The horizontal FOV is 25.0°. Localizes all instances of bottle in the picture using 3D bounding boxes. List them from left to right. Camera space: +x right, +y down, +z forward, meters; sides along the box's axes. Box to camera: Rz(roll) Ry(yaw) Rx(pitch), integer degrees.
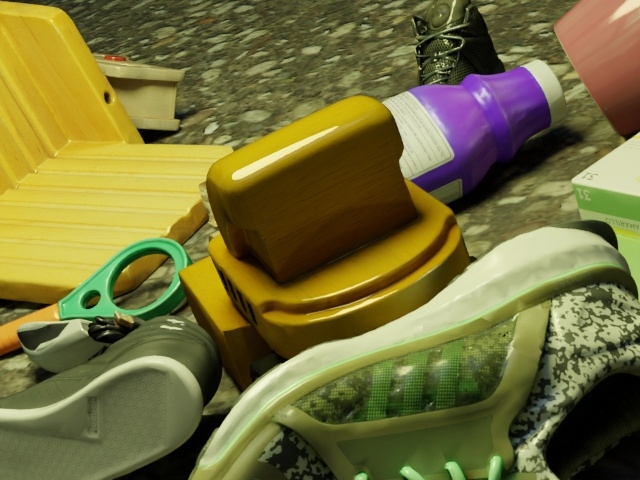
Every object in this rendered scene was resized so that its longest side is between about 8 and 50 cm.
[{"bbox_3d":[0.102,-0.090,1.401,0.283,0.092,0.118,-26,56,-10],"label":"bottle"}]

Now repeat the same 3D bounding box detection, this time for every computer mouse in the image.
[{"bbox_3d":[-0.206,0.099,1.306,0.193,0.106,0.042,-9,67,45],"label":"computer mouse"}]

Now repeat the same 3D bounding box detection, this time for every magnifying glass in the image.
[{"bbox_3d":[-0.232,0.064,1.417,0.231,0.026,0.092,-23,49,9],"label":"magnifying glass"}]

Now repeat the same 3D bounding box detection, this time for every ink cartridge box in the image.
[{"bbox_3d":[0.273,-0.016,1.189,0.235,0.056,0.171,-32,28,-28],"label":"ink cartridge box"}]

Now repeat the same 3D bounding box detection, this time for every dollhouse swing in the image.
[{"bbox_3d":[-0.315,-0.112,1.586,0.305,0.315,0.347,-13,23,42],"label":"dollhouse swing"}]

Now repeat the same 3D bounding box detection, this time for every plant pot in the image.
[{"bbox_3d":[0.331,-0.198,1.369,0.180,0.201,0.201,-31,22,16],"label":"plant pot"}]

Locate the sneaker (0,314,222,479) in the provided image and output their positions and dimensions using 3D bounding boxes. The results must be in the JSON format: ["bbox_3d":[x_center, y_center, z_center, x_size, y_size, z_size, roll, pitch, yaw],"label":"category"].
[{"bbox_3d":[-0.203,0.151,1.179,0.295,0.105,0.147,-22,6,19],"label":"sneaker"}]

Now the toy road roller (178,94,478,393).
[{"bbox_3d":[0.000,0.000,1.139,0.202,0.241,0.329,-25,25,-11],"label":"toy road roller"}]

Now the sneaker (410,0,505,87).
[{"bbox_3d":[0.125,-0.177,1.538,0.087,0.130,0.227,-5,31,34],"label":"sneaker"}]

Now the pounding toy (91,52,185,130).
[{"bbox_3d":[-0.293,-0.168,1.906,0.269,0.155,0.154,14,12,37],"label":"pounding toy"}]

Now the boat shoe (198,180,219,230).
[{"bbox_3d":[-0.076,-0.023,1.461,0.063,0.059,0.170,-14,17,-16],"label":"boat shoe"}]

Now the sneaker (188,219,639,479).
[{"bbox_3d":[0.084,0.143,0.933,0.410,0.158,0.182,-33,45,-15],"label":"sneaker"}]
